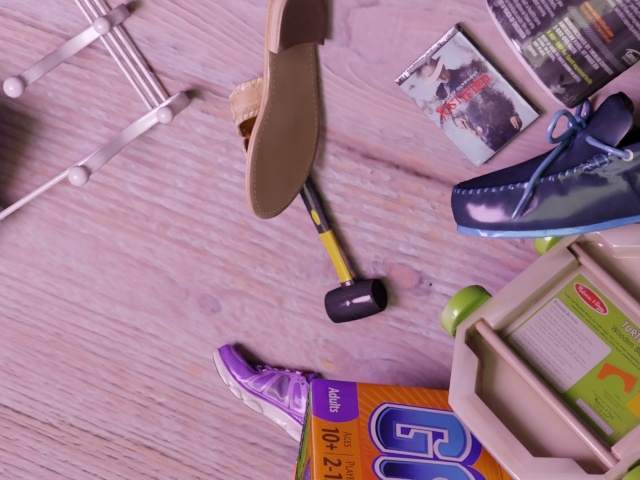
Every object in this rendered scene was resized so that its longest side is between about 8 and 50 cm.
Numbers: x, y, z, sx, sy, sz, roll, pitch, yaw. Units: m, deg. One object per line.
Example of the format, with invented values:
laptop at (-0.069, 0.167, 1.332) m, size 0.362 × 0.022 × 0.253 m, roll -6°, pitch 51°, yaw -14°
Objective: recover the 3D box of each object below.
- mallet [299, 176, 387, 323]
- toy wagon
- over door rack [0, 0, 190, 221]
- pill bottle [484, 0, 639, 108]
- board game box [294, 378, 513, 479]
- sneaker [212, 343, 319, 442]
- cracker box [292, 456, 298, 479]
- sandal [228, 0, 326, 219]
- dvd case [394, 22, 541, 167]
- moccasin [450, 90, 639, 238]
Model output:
mallet at (0.000, 0.000, 1.595) m, size 0.062 × 0.039 × 0.190 m, roll -26°, pitch 98°, yaw 30°
toy wagon at (0.288, 0.085, 1.430) m, size 0.344 × 0.068 × 0.267 m, roll -39°, pitch 56°, yaw -5°
over door rack at (-0.326, -0.152, 1.596) m, size 0.324 × 0.108 × 0.240 m, roll -28°, pitch 101°, yaw 28°
pill bottle at (0.273, -0.233, 1.317) m, size 0.245 × 0.130 × 0.130 m, roll -36°, pitch 99°, yaw 17°
board game box at (0.146, 0.390, 1.483) m, size 0.356 × 0.356 × 0.357 m, roll 6°, pitch 117°, yaw -5°
sneaker at (-0.041, 0.162, 1.677) m, size 0.170 × 0.068 × 0.071 m, roll 34°, pitch 91°, yaw 7°
cracker box at (0.040, 0.345, 1.721) m, size 0.155 × 0.067 × 0.232 m, roll 15°, pitch 117°, yaw 13°
sandal at (-0.052, -0.147, 1.533) m, size 0.079 × 0.088 × 0.240 m, roll 29°, pitch 118°, yaw 42°
dvd case at (0.142, -0.139, 1.488) m, size 0.119 × 0.013 × 0.087 m, roll 47°, pitch 120°, yaw -5°
moccasin at (0.283, -0.085, 1.413) m, size 0.341 × 0.138 × 0.117 m, roll -12°, pitch 106°, yaw 9°
